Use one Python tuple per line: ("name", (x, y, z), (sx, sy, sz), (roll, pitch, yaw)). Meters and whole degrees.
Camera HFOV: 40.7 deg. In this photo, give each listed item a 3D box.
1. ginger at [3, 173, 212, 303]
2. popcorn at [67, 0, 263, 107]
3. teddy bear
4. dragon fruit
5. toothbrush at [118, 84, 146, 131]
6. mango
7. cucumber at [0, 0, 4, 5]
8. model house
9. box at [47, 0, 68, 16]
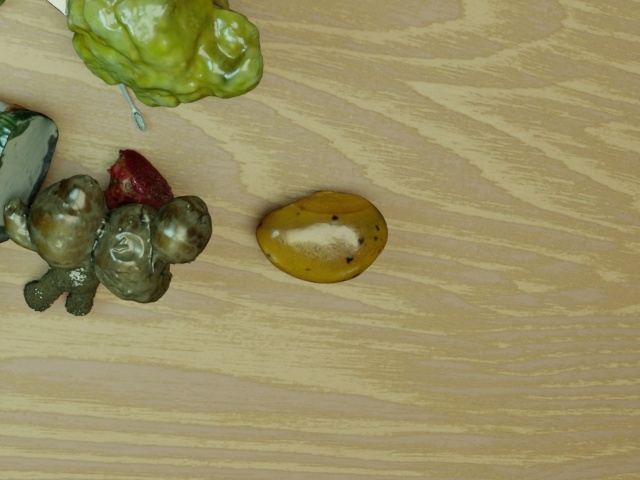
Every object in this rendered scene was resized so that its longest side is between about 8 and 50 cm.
("ginger", (-0.396, -0.014, 1.597), (0.375, 0.176, 0.256), (15, 133, -7))
("popcorn", (-0.284, -0.366, 1.535), (0.334, 0.292, 0.293), (13, 122, -33))
("teddy bear", (-0.481, 0.052, 1.723), (0.182, 0.129, 0.251), (19, 101, -26))
("dragon fruit", (-0.375, -0.095, 1.718), (0.111, 0.153, 0.153), (-35, 117, 14))
("toothbrush", (-0.405, -0.339, 1.675), (0.020, 0.025, 0.286), (-27, 114, -7))
("mango", (0.000, 0.000, 1.862), (0.290, 0.160, 0.191), (1, 116, -15))
("cucumber", (-0.671, -0.523, 1.492), (0.072, 0.081, 0.303), (-29, 119, 24))
("model house", (-0.679, -0.165, 1.583), (0.301, 0.190, 0.271), (26, 105, 0))
("box", (-0.502, -0.521, 1.564), (0.247, 0.033, 0.129), (38, 91, -21))
